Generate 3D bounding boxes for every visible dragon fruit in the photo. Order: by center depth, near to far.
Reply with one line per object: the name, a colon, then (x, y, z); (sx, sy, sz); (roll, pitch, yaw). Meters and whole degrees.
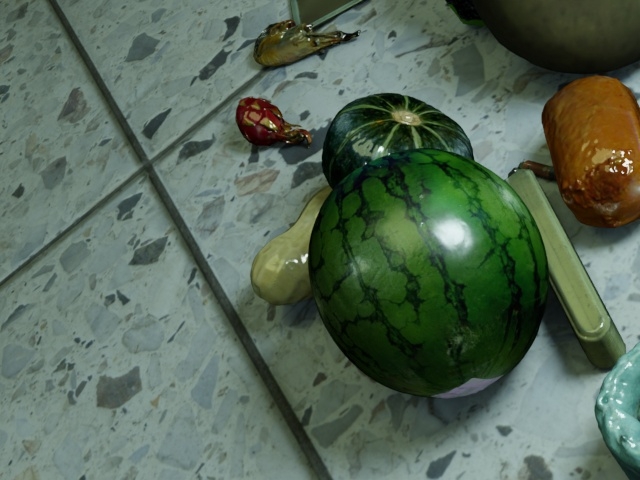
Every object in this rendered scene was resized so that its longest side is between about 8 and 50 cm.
dragon fruit: (-0.097, -0.220, 2.030); (0.190, 0.094, 0.094); (33, 78, 30)

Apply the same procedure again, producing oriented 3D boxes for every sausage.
sausage: (0.419, -0.137, 1.523); (0.141, 0.153, 0.268); (-26, 43, 24)

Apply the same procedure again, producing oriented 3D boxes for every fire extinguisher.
fire extinguisher: (0.351, -0.112, 1.652); (0.083, 0.022, 0.028); (21, 100, 45)

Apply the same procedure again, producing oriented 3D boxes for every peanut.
peanut: (0.000, 0.000, 1.738); (0.290, 0.130, 0.130); (-47, 42, -16)

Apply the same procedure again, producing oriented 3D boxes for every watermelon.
watermelon: (0.149, 0.040, 1.431); (0.363, 0.363, 0.363); (-20, 46, 22)

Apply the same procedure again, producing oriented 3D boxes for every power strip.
power strip: (0.340, 0.020, 1.495); (0.066, 0.092, 0.387); (-27, 43, 12)

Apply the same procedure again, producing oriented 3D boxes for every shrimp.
shrimp: (-0.038, -0.442, 2.170); (0.262, 0.066, 0.117); (-12, 68, 28)

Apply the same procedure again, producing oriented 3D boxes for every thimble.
thimble: (0.454, 0.209, 1.216); (0.235, 0.143, 0.198); (-18, 47, 21)

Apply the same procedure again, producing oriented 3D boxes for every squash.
squash: (0.124, -0.134, 1.674); (0.252, 0.165, 0.252); (7, 37, -6)

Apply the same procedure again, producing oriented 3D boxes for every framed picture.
framed picture: (0.024, -0.581, 2.289); (0.217, 0.017, 0.274); (-24, 45, 18)

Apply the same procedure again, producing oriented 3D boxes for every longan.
longan: (0.416, -0.439, 1.637); (0.361, 0.361, 0.361); (-20, 46, 22)

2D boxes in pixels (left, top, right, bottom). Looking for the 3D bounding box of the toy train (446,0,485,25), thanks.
toy train: (0.298, -0.549, 1.857); (0.173, 0.307, 0.249); (19, 76, 43)
